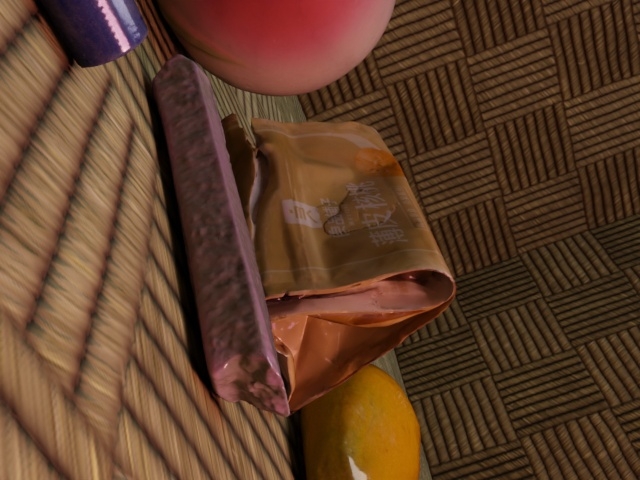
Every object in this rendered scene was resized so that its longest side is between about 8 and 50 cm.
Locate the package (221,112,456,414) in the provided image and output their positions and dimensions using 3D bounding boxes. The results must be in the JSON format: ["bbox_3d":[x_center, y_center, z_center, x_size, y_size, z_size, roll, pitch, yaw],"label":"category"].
[{"bbox_3d":[-0.024,-0.017,0.816,0.165,0.221,0.311,42,19,-31],"label":"package"}]

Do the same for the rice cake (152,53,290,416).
[{"bbox_3d":[-0.092,-0.018,0.679,0.072,0.056,0.364,72,1,-56],"label":"rice cake"}]

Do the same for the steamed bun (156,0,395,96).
[{"bbox_3d":[-0.050,-0.314,0.924,0.309,0.310,0.309,-20,90,-85],"label":"steamed bun"}]

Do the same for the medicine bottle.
[{"bbox_3d":[-0.183,-0.221,0.493,0.059,0.059,0.230,-103,172,-55],"label":"medicine bottle"}]

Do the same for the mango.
[{"bbox_3d":[0.042,0.226,0.884,0.317,0.119,0.176,-21,94,-76],"label":"mango"}]
